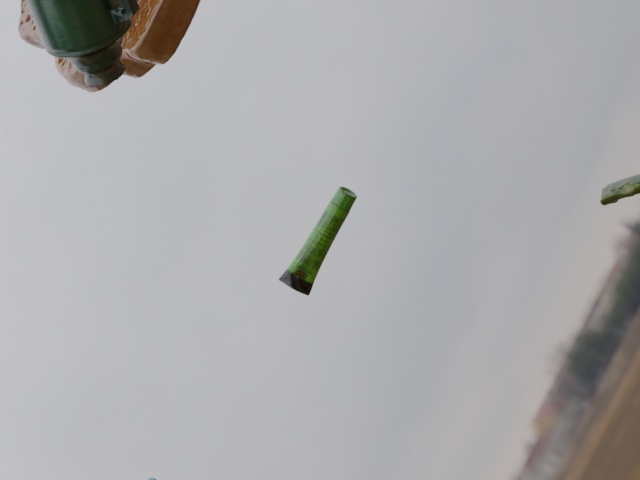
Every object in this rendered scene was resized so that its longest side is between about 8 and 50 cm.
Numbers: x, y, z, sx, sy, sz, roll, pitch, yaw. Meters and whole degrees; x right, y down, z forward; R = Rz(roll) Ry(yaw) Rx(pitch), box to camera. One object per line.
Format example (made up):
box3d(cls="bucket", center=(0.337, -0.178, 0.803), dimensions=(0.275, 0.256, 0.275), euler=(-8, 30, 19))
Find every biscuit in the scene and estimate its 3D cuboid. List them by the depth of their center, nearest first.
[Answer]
box3d(cls="biscuit", center=(-0.178, -0.231, 1.751), dimensions=(0.202, 0.047, 0.334), euler=(-64, 29, 6))

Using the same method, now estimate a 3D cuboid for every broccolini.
box3d(cls="broccolini", center=(0.409, -0.086, 2.208), dimensions=(0.067, 0.216, 0.058), euler=(29, -124, -44))

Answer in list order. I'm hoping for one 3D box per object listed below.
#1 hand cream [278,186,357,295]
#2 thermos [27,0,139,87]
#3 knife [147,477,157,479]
box3d(cls="hand cream", center=(0.000, 0.000, 2.065), dimensions=(0.122, 0.036, 0.023), euler=(-61, 7, 17))
box3d(cls="thermos", center=(-0.181, -0.201, 1.432), dimensions=(0.073, 0.083, 0.188), euler=(-95, -12, -59))
box3d(cls="knife", center=(-0.165, 0.255, 1.776), dimensions=(0.005, 0.014, 0.091), euler=(75, -151, -65))
